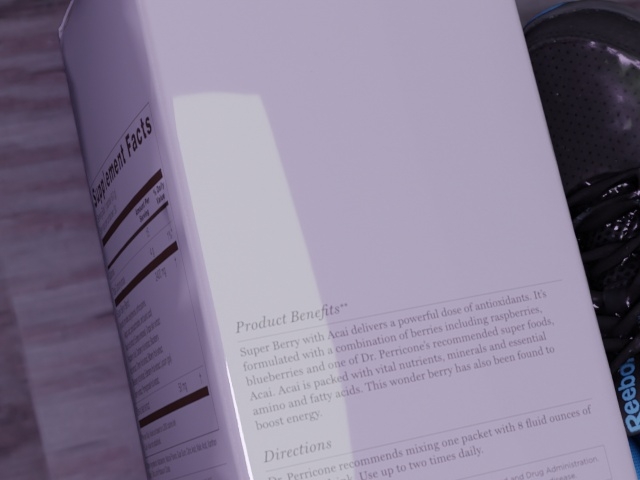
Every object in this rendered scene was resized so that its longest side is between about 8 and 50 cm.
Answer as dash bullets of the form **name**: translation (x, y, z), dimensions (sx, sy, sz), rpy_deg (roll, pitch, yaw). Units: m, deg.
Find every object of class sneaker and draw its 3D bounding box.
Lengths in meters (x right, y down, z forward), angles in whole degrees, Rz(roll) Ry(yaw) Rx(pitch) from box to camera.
- **sneaker**: translation (0.179, 0.032, 0.771), dimensions (0.140, 0.125, 0.340), rpy_deg (-13, 76, -53)

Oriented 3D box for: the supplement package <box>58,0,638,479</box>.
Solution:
- **supplement package**: translation (0.000, 0.000, 0.714), dimensions (0.178, 0.175, 0.293), rpy_deg (-9, 81, -20)
